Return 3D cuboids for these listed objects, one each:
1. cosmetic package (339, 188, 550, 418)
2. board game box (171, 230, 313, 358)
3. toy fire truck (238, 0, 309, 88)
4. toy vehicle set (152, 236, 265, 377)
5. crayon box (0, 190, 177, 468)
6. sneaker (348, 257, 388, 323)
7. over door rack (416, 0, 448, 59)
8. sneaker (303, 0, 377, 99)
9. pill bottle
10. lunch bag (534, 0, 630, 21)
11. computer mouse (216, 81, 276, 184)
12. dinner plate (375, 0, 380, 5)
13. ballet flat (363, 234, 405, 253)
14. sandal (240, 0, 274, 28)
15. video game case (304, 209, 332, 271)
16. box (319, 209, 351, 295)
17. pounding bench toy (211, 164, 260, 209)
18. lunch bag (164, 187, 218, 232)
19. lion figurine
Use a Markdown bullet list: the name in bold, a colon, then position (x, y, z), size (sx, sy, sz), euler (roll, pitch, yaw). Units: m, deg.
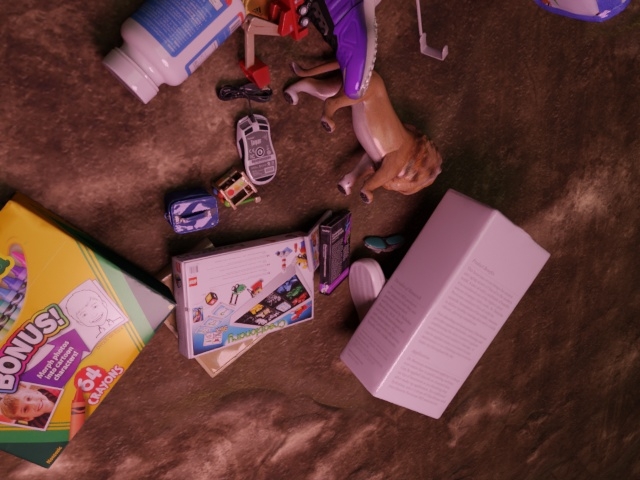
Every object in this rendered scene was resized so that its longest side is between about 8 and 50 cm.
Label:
- **cosmetic package**: position (0.272, 0.144, 1.237), size (0.230, 0.161, 0.453), euler (30, 96, -35)
- **board game box**: position (-0.144, 0.101, 1.127), size (0.305, 0.053, 0.192), euler (-12, 109, -39)
- **toy fire truck**: position (-0.087, -0.373, 0.960), size (0.135, 0.047, 0.192), euler (-36, 150, -16)
- **toy vehicle set**: position (-0.229, 0.144, 1.150), size (0.166, 0.035, 0.266), euler (-37, 125, -13)
- **crayon box**: position (-0.483, 0.155, 0.934), size (0.313, 0.106, 0.363), euler (39, 87, -29)
- **sneaker**: position (0.171, 0.127, 1.354), size (0.169, 0.108, 0.292), euler (-31, 132, -20)
- **over door rack**: position (0.225, -0.555, 1.080), size (0.239, 0.108, 0.324), euler (-52, 141, -13)
- **sneaker**: position (0.027, -0.401, 1.013), size (0.146, 0.102, 0.293), euler (0, 91, 0)
- **pill bottle**: position (-0.236, -0.328, 0.890), size (0.221, 0.124, 0.124), euler (-47, 126, -7)
- **lunch bag**: position (0.458, -0.630, 1.032), size (0.328, 0.239, 0.385), euler (46, 39, -36)
- **computer mouse**: position (-0.132, -0.201, 1.062), size (0.106, 0.042, 0.193), euler (-18, 113, -29)
- **dinner plate**: position (0.078, -0.512, 1.072), size (0.141, 0.017, 0.141), euler (-11, 115, -26)
- **ballet flat**: position (0.149, 0.013, 1.327), size (0.114, 0.041, 0.041), euler (-6, 113, -28)
- **sandal**: position (-0.064, -0.484, 0.958), size (0.102, 0.076, 0.265), euler (12, 103, -35)
- **video game case**: position (0.000, 0.000, 1.200), size (0.122, 0.011, 0.087), euler (-51, 141, -51)
- **box**: position (0.033, 0.026, 1.229), size (0.116, 0.029, 0.162), euler (-38, 136, -58)
- **pounding bench toy**: position (-0.162, -0.089, 1.081), size (0.065, 0.052, 0.083), euler (-42, 126, -10)
- **lunch bag**: position (-0.242, -0.055, 1.038), size (0.098, 0.065, 0.067), euler (-16, 117, -26)
- **lion figurine**: position (0.106, -0.236, 1.134), size (0.240, 0.142, 0.392), euler (-41, 122, -19)
